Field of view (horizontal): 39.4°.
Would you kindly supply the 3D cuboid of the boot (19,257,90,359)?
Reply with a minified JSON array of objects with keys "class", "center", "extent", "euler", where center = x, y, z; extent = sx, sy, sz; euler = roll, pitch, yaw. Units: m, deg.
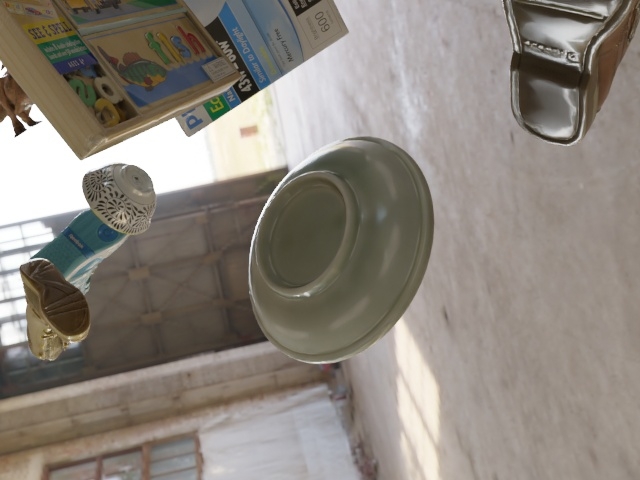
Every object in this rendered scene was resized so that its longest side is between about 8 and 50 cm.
[{"class":"boot","center":[-0.570,0.186,1.920],"extent":[0.262,0.095,0.203],"euler":[39,134,37]}]

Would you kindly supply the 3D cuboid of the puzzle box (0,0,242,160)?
[{"class":"puzzle box","center":[-0.276,-0.273,1.168],"extent":[0.272,0.052,0.409],"euler":[51,-154,-5]}]

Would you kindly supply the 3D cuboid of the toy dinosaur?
[{"class":"toy dinosaur","center":[-0.710,-0.365,2.096],"extent":[0.200,0.295,0.127],"euler":[58,-139,-14]}]

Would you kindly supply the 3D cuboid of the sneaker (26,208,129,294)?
[{"class":"sneaker","center":[-0.598,0.040,2.278],"extent":[0.127,0.319,0.208],"euler":[50,165,15]}]

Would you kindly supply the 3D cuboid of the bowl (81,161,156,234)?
[{"class":"bowl","center":[-0.393,-0.103,1.822],"extent":[0.170,0.080,0.170],"euler":[35,-148,-26]}]

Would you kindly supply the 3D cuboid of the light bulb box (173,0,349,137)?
[{"class":"light bulb box","center":[-0.206,-0.446,1.608],"extent":[0.358,0.361,0.225],"euler":[58,174,-32]}]

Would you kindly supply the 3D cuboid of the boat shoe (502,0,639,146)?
[{"class":"boat shoe","center":[0.224,-0.215,0.774],"extent":[0.111,0.104,0.307],"euler":[28,157,17]}]

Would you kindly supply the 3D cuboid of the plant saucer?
[{"class":"plant saucer","center":[0.000,0.000,1.483],"extent":[0.100,0.400,0.400],"euler":[24,-139,-44]}]
